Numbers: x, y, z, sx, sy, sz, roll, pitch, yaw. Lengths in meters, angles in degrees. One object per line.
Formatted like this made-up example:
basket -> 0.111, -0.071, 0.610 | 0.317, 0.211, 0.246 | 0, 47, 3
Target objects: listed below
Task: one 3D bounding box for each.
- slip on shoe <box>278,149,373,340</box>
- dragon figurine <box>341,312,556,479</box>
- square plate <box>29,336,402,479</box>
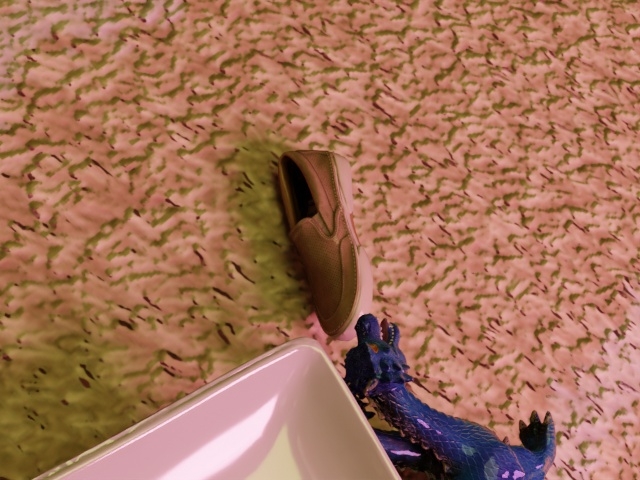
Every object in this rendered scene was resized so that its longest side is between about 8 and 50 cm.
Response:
slip on shoe -> 0.000, 0.000, 0.926 | 0.041, 0.051, 0.135 | 15, 55, -31
dragon figurine -> 0.086, 0.180, 0.858 | 0.144, 0.085, 0.289 | -6, 68, -36
square plate -> -0.057, 0.266, 0.725 | 0.344, 0.049, 0.347 | -26, 80, -30
